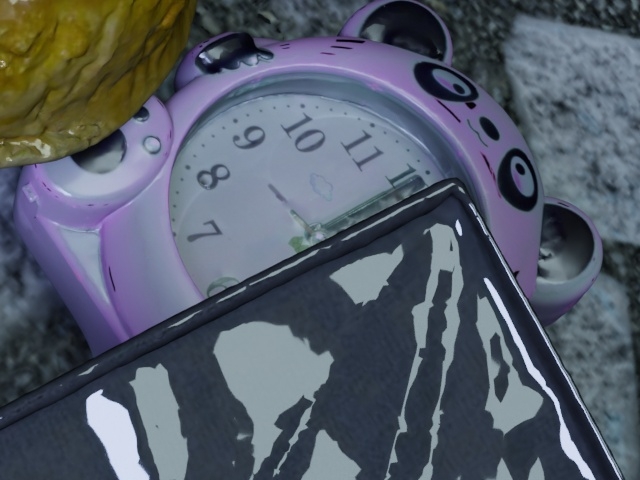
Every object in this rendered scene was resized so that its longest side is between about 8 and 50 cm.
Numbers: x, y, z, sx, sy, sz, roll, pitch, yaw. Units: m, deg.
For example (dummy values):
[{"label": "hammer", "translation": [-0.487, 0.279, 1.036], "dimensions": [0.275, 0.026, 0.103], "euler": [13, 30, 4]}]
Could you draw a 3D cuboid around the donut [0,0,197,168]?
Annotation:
[{"label": "donut", "translation": [-0.196, -0.185, 0.837], "dimensions": [0.330, 0.160, 0.330], "euler": [16, 44, -16]}]

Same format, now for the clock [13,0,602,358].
[{"label": "clock", "translation": [0.000, 0.000, 0.932], "dimensions": [0.248, 0.090, 0.227], "euler": [-29, 78, -28]}]

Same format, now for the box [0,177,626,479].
[{"label": "box", "translation": [-0.044, 0.167, 0.711], "dimensions": [0.345, 0.204, 0.251], "euler": [-28, 87, -11]}]
